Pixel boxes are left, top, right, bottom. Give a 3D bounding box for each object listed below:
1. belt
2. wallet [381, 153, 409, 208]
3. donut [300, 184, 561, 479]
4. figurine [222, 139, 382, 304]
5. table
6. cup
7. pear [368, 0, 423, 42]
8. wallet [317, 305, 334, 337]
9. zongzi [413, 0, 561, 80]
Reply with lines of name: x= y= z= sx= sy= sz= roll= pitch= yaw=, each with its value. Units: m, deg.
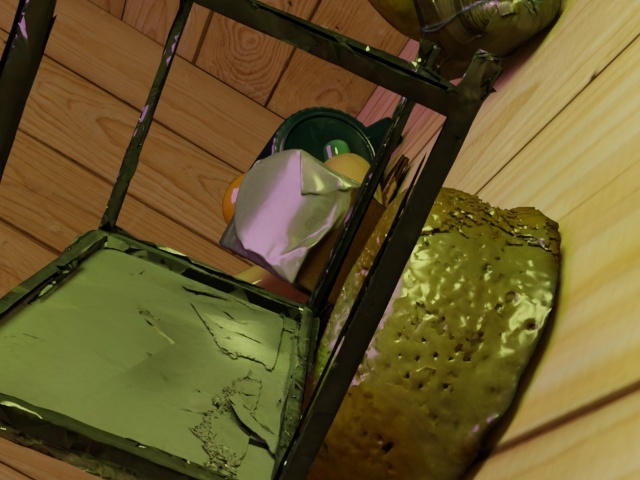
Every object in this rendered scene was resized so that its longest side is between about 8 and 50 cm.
belt: x=0.000 y=0.000 z=0.938 sx=0.122 sy=0.217 sz=0.338 roll=-60 pitch=7 yaw=-3
wallet: x=0.098 y=-0.056 z=1.383 sx=0.176 sy=0.026 sz=0.095 roll=-60 pitch=-1 yaw=-28
donut: x=0.056 y=0.077 z=0.619 sx=0.272 sy=0.107 sz=0.272 roll=-61 pitch=3 yaw=6
figurine: x=-0.044 y=-0.013 z=1.201 sx=0.324 sy=0.222 sz=0.124 roll=-37 pitch=-1 yaw=-22
table: x=-0.059 y=-0.040 z=0.561 sx=0.335 sy=0.222 sz=0.272 roll=-82 pitch=14 yaw=-76
cup: x=0.003 y=-0.108 z=1.696 sx=0.292 sy=0.307 sz=0.242 roll=134 pitch=134 yaw=-65
pear: x=0.188 y=-0.453 z=1.295 sx=0.304 sy=0.303 sz=0.304 roll=-59 pitch=5 yaw=9
wallet: x=-0.018 y=0.139 z=1.369 sx=0.255 sy=0.031 sz=0.137 roll=-57 pitch=7 yaw=35
zongzi: x=0.180 y=-0.358 z=1.045 sx=0.125 sy=0.275 sz=0.251 roll=-18 pitch=0 yaw=-16
